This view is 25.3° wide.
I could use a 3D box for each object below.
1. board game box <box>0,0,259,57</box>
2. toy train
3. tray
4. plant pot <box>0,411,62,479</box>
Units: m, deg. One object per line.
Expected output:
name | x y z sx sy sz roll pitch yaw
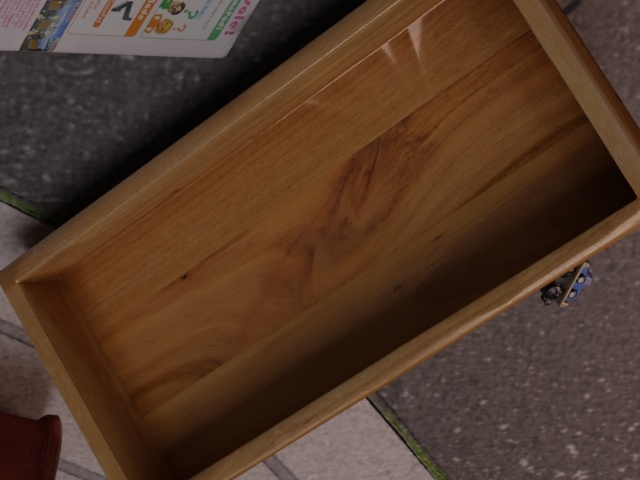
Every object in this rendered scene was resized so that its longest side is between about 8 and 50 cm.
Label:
board game box | -0.118 -0.204 0.692 0.303 0.097 0.224 -4 141 -50
toy train | 0.203 -0.011 1.049 0.036 0.027 0.158 4 130 -26
tray | 0.000 0.000 0.921 0.411 0.203 0.076 -34 171 20
plant pot | -0.360 0.209 1.022 0.265 0.272 0.272 23 124 -15
